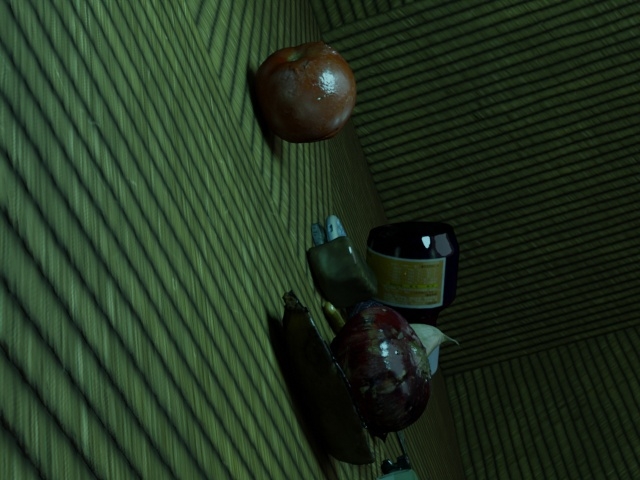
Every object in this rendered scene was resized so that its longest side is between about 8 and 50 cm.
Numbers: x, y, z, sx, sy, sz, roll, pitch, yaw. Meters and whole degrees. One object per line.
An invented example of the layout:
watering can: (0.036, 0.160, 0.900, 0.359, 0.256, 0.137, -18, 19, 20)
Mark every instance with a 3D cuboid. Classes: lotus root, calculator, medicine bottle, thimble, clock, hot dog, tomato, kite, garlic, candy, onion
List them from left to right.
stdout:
tomato: (-0.028, -0.294, 1.763, 0.208, 0.208, 0.184, -93, 168, -56)
lotus root: (-0.004, 0.232, 1.391, 0.167, 0.078, 0.329, 40, -24, 62)
clock: (0.000, 0.000, 1.979, 0.085, 0.017, 0.085, -17, 90, -81)
hot dog: (0.036, 0.171, 1.851, 0.044, 0.028, 0.137, 49, -7, 30)
candy: (0.050, 0.071, 1.885, 0.234, 0.104, 0.102, 52, 18, -67)
calculator: (0.062, 0.064, 2.119, 0.302, 0.042, 0.188, 70, 7, -48)
thimble: (0.107, 0.182, 2.046, 0.104, 0.066, 0.095, 59, 45, -58)
onion: (0.115, 0.253, 1.689, 0.246, 0.190, 0.246, 42, 33, -36)
kite: (0.196, 0.444, 2.369, 0.268, 0.013, 0.322, 51, 26, -64)
garlic: (0.198, 0.286, 2.072, 0.245, 0.164, 0.145, -42, 138, -31)
medicine bottle: (0.230, 0.156, 2.222, 0.242, 0.243, 0.394, -67, 158, -76)

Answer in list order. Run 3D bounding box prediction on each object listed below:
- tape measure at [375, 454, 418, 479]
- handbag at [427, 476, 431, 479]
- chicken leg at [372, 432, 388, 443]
tape measure: (0.189, 0.589, 1.754, 0.235, 0.115, 0.207, -91, 160, -60)
handbag: (0.296, 0.744, 2.276, 0.212, 0.059, 0.157, -92, 163, -63)
chicken leg: (0.116, 0.342, 1.927, 0.105, 0.063, 0.233, 4, 71, -75)
